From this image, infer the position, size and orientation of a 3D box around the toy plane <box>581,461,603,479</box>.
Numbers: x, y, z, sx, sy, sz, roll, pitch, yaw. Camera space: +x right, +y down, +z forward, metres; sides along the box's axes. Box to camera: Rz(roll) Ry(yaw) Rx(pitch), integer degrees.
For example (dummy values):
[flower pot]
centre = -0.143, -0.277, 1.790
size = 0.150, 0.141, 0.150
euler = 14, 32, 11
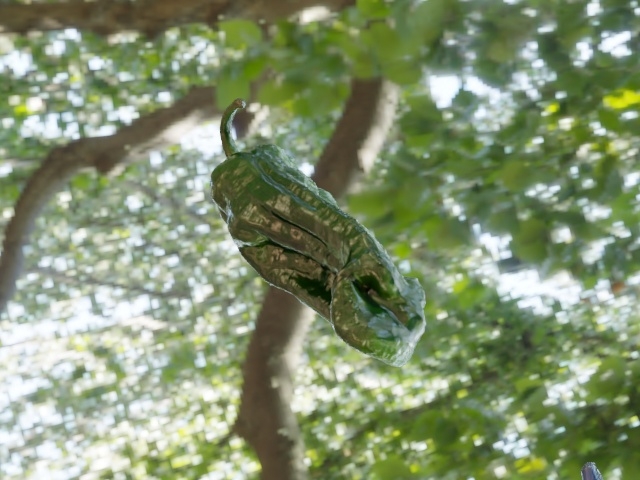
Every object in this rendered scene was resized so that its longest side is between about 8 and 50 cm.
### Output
[toy plane]
centre = 0.086, 0.092, 0.320
size = 0.054, 0.167, 0.062
euler = -21, -126, 14

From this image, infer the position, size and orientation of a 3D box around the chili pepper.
[chili pepper]
centre = -0.005, 0.001, 0.828
size = 0.100, 0.074, 0.257
euler = 52, -8, -38
